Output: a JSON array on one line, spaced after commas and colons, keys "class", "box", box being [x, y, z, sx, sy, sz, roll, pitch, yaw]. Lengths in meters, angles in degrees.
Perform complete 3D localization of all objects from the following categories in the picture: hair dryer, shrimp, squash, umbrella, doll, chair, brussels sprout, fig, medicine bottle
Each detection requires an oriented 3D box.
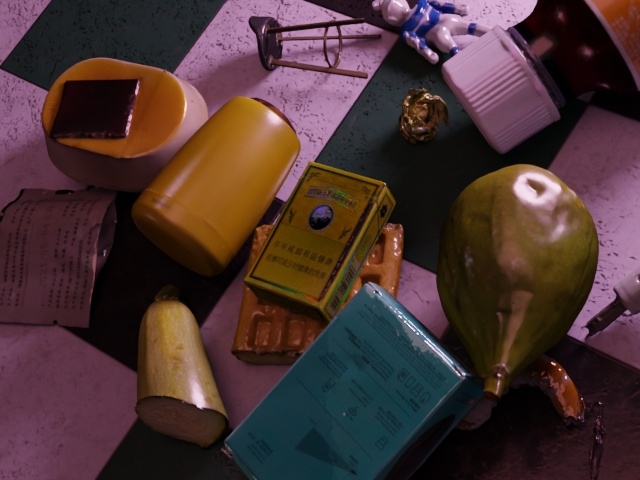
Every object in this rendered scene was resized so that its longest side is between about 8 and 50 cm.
[{"class": "hair dryer", "box": [0.495, 0.021, 1.634, 0.357, 0.173, 0.107, -41, 50, 19]}, {"class": "shrimp", "box": [0.270, 0.226, 1.649, 0.166, 0.049, 0.161, 36, 78, 24]}, {"class": "squash", "box": [-0.234, 0.169, 1.811, 0.137, 0.137, 0.287, -25, 55, 6]}, {"class": "umbrella", "box": [0.367, 0.271, 1.601, 0.022, 0.013, 0.122, -9, 61, 29]}, {"class": "doll", "box": [0.184, -0.352, 1.983, 0.227, 0.057, 0.114, 32, 84, 22]}, {"class": "chair", "box": [-0.018, -0.325, 2.022, 0.222, 0.104, 0.095, 7, 83, 21]}, {"class": "brussels sprout", "box": [0.158, -0.194, 1.907, 0.085, 0.058, 0.085, 0, 85, -6]}, {"class": "fig", "box": [0.237, 0.055, 1.630, 0.233, 0.233, 0.314, 29, 65, 30]}, {"class": "medicine bottle", "box": [0.383, -0.293, 1.783, 0.395, 0.242, 0.242, -39, 57, 7]}]

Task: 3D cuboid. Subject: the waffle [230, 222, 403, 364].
[{"class": "waffle", "box": [0.000, 0.080, 1.815, 0.248, 0.055, 0.221, 0, 62, 20]}]

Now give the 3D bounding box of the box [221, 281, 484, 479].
[{"class": "box", "box": [0.047, 0.240, 1.637, 0.311, 0.118, 0.205, -49, 59, 4]}]

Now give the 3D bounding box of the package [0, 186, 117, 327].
[{"class": "package", "box": [-0.453, 0.018, 2.012, 0.204, 0.062, 0.250, 0, 67, 21]}]

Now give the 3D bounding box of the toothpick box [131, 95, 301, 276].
[{"class": "toothpick box", "box": [-0.153, -0.094, 1.898, 0.175, 0.175, 0.271, 27, 71, 30]}]

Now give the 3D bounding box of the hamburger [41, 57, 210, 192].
[{"class": "hamburger", "box": [-0.325, -0.188, 2.022, 0.295, 0.151, 0.227, 17, 68, 20]}]

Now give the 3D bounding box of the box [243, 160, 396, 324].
[{"class": "box", "box": [0.000, 0.000, 1.788, 0.141, 0.064, 0.220, 19, 69, 29]}]
